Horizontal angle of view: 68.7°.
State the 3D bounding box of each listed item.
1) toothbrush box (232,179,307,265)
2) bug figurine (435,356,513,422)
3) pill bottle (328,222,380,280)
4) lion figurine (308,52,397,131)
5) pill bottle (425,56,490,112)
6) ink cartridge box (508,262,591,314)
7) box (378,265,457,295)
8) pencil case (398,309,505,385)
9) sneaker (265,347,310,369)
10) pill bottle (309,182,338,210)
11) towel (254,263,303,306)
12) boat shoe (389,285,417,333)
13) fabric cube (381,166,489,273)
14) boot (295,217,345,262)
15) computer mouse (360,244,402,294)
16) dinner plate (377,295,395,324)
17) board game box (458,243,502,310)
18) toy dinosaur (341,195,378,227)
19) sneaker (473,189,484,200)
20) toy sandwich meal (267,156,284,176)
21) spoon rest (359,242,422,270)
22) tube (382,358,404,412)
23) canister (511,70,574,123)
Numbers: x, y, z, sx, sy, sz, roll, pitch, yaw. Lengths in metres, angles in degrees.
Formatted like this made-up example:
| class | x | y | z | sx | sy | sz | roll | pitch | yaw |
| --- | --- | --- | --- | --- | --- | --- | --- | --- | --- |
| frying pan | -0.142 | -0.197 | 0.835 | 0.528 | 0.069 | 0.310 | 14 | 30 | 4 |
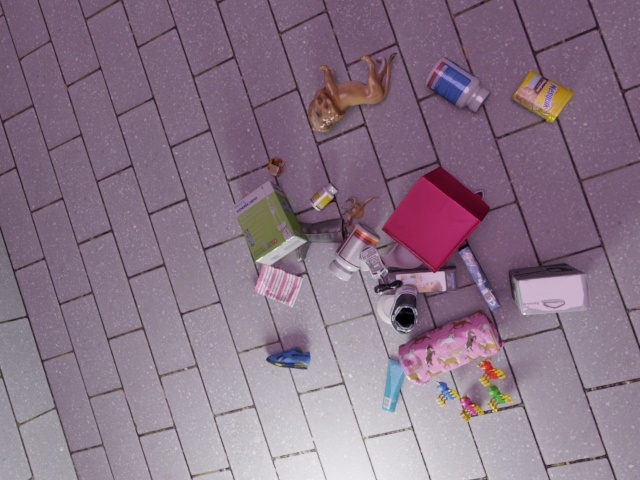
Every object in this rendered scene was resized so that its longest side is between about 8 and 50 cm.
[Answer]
| class | x | y | z | sx | sy | sz | roll | pitch | yaw |
| --- | --- | --- | --- | --- | --- | --- | --- | --- | --- |
| toothbrush box | -0.214 | -0.071 | 1.956 | 0.206 | 0.122 | 0.283 | -33 | 69 | 15 |
| bug figurine | 0.592 | 0.577 | 1.801 | 0.279 | 0.072 | 0.216 | -33 | 101 | 21 |
| pill bottle | 0.133 | 0.047 | 1.897 | 0.121 | 0.121 | 0.221 | 36 | 103 | 11 |
| lion figurine | 0.129 | -0.585 | 1.855 | 0.392 | 0.142 | 0.240 | -11 | 97 | 12 |
| pill bottle | 0.514 | -0.574 | 1.748 | 0.221 | 0.124 | 0.124 | 39 | 103 | 11 |
| ink cartridge box | 0.785 | 0.164 | 1.627 | 0.211 | 0.289 | 0.122 | -9 | 91 | 16 |
| box | 0.379 | 0.154 | 1.810 | 0.289 | 0.169 | 0.087 | -5 | 89 | 18 |
| pencil case | 0.496 | 0.412 | 1.796 | 0.386 | 0.160 | 0.167 | -29 | 115 | 15 |
| sneaker | -0.138 | 0.510 | 2.041 | 0.209 | 0.069 | 0.082 | -2 | 60 | 25 |
| pill bottle | 0.015 | -0.183 | 1.947 | 0.116 | 0.065 | 0.065 | -42 | 82 | 15 |
| towel | -0.185 | 0.193 | 2.046 | 0.197 | 0.029 | 0.144 | 21 | 100 | 14 |
| boat shoe | 0.320 | 0.296 | 1.780 | 0.108 | 0.301 | 0.102 | 5 | 52 | 5 |
| fabric cube | 0.425 | -0.082 | 1.705 | 0.259 | 0.258 | 0.254 | 41 | 118 | 10 |
| boot | 0.000 | 0.001 | 1.967 | 0.208 | 0.076 | 0.190 | 1 | 94 | 10 |
| computer mouse | 0.218 | 0.104 | 1.753 | 0.106 | 0.042 | 0.193 | -28 | 85 | 19 |
| dinner plate | 0.301 | 0.277 | 1.917 | 0.141 | 0.017 | 0.141 | 1 | 92 | 15 |
| board game box | 0.592 | 0.132 | 1.747 | 0.042 | 0.165 | 0.243 | -29 | 85 | 16 |
| toy dinosaur | 0.147 | -0.138 | 1.928 | 0.092 | 0.053 | 0.183 | 44 | 94 | -8 |
| sneaker | 0.585 | -0.142 | 1.782 | 0.042 | 0.067 | 0.118 | 29 | 100 | 13 |
| toy sandwich meal | -0.195 | -0.317 | 2.018 | 0.085 | 0.029 | 0.086 | 1 | 94 | 16 |
| spoon rest | 0.294 | 0.063 | 1.831 | 0.276 | 0.084 | 0.137 | -17 | 100 | -9 |
| tube | 0.298 | 0.597 | 1.922 | 0.080 | 0.052 | 0.207 | 12 | 91 | 10 |
| canister | 0.800 | -0.521 | 1.696 | 0.170 | 0.073 | 0.126 | 35 | 102 | 13 |
